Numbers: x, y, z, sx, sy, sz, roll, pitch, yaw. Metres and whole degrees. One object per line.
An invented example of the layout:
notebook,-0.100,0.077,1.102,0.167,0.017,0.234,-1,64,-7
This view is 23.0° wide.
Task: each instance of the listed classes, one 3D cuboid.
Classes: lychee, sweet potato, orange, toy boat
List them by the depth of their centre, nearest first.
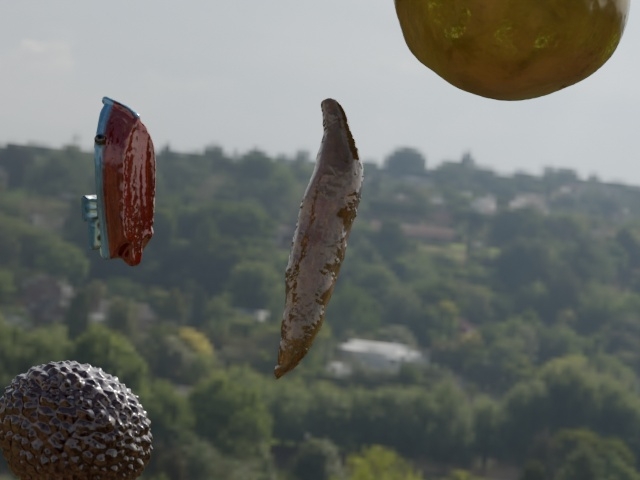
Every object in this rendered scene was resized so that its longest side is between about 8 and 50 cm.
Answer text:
toy boat,-0.208,-0.061,1.609,0.059,0.173,0.069,3,6,31
sweet potato,0.000,0.000,1.694,0.066,0.314,0.072,9,-11,21
orange,0.216,-0.284,1.798,0.279,0.235,0.279,13,20,-5
lychee,-0.311,0.230,1.955,0.188,0.188,0.188,6,1,0
